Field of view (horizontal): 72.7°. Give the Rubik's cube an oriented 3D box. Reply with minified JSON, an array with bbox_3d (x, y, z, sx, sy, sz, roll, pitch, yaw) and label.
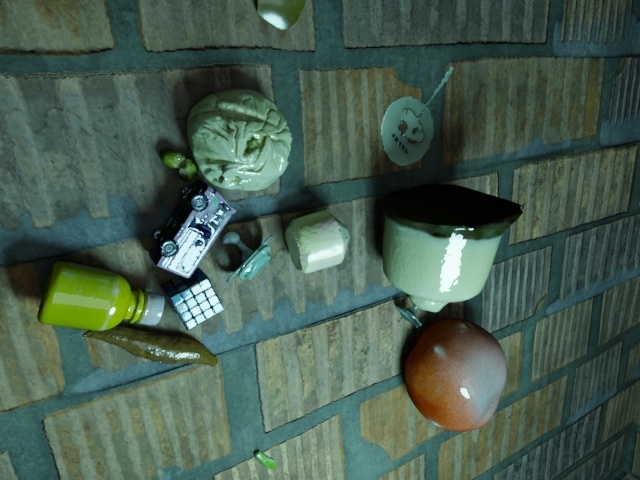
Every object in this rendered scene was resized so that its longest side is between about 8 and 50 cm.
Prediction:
[{"bbox_3d":[-0.286,0.127,0.973,0.092,0.092,0.092,-29,116,-21],"label":"Rubik's cube"}]

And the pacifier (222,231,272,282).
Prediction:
[{"bbox_3d":[-0.180,0.026,1.008,0.150,0.127,0.116,-45,97,-5],"label":"pacifier"}]

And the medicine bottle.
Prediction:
[{"bbox_3d":[-0.430,0.121,0.871,0.212,0.122,0.122,18,94,-33],"label":"medicine bottle"}]

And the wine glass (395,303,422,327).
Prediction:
[{"bbox_3d":[0.336,0.156,1.341,0.222,0.103,0.103,-47,121,-9],"label":"wine glass"}]

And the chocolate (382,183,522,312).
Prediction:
[{"bbox_3d":[0.326,0.021,1.189,0.326,0.314,0.297,-20,121,-28],"label":"chocolate"}]

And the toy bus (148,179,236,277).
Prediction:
[{"bbox_3d":[-0.276,-0.025,0.936,0.108,0.096,0.199,35,87,-37],"label":"toy bus"}]

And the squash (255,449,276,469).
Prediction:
[{"bbox_3d":[-0.156,0.622,1.228,0.027,0.027,0.089,-47,120,-11],"label":"squash"}]

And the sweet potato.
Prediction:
[{"bbox_3d":[-0.362,0.242,0.975,0.314,0.072,0.066,21,107,-35],"label":"sweet potato"}]

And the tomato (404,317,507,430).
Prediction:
[{"bbox_3d":[0.442,0.425,1.374,0.341,0.273,0.341,-8,107,-28],"label":"tomato"}]

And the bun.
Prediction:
[{"bbox_3d":[-0.165,-0.209,0.924,0.229,0.145,0.229,-8,109,-25],"label":"bun"}]

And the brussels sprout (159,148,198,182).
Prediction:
[{"bbox_3d":[-0.296,-0.159,0.914,0.083,0.051,0.046,36,58,-33],"label":"brussels sprout"}]

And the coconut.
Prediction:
[{"bbox_3d":[0.000,0.000,1.076,0.153,0.147,0.147,-19,113,-17],"label":"coconut"}]

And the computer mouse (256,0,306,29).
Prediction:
[{"bbox_3d":[-0.071,-0.562,0.936,0.102,0.045,0.199,19,94,-35],"label":"computer mouse"}]

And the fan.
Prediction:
[{"bbox_3d":[0.286,-0.361,1.221,0.191,0.009,0.329,41,82,-31],"label":"fan"}]
